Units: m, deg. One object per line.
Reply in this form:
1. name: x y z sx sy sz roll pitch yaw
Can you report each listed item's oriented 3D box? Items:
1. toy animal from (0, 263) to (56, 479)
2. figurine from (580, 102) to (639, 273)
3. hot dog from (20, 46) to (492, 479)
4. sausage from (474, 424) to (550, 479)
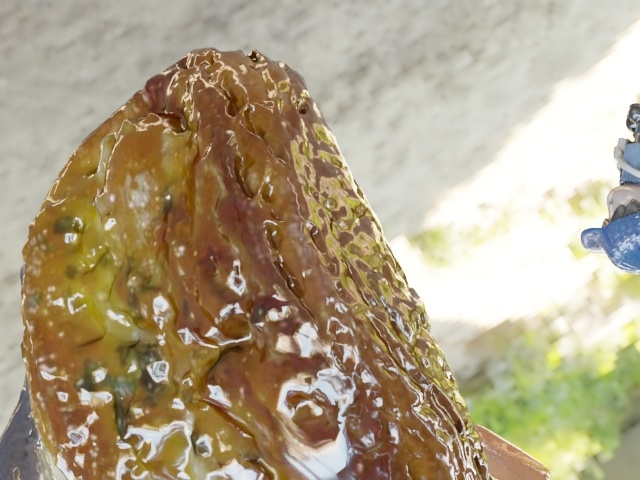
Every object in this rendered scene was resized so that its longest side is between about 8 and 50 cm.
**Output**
1. toy animal: -0.228 0.222 1.624 0.081 0.206 0.367 63 50 -81
2. figurine: 0.284 -0.042 1.771 0.087 0.149 0.086 13 163 4
3. hot dog: -0.045 0.071 1.218 0.174 0.387 0.267 -6 153 -47
4. sausage: 0.155 0.187 1.692 0.034 0.083 0.034 -56 -173 11
